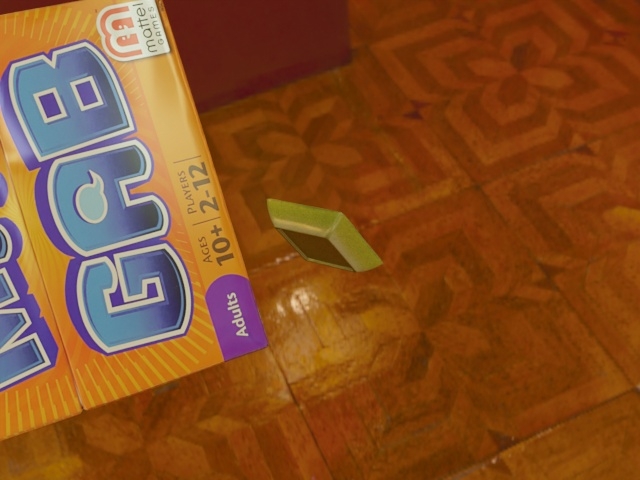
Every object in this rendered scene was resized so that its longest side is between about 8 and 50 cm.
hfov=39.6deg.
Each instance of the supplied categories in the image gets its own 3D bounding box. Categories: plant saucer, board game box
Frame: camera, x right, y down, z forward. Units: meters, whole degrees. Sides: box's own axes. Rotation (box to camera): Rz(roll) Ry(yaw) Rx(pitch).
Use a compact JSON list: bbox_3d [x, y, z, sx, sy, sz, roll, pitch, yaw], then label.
[{"bbox_3d":[0.000,0.000,1.700,0.188,0.188,0.045,13,66,37],"label":"plant saucer"},{"bbox_3d":[-0.312,-0.002,0.928,0.356,0.356,0.356,-17,89,-20],"label":"board game box"}]
